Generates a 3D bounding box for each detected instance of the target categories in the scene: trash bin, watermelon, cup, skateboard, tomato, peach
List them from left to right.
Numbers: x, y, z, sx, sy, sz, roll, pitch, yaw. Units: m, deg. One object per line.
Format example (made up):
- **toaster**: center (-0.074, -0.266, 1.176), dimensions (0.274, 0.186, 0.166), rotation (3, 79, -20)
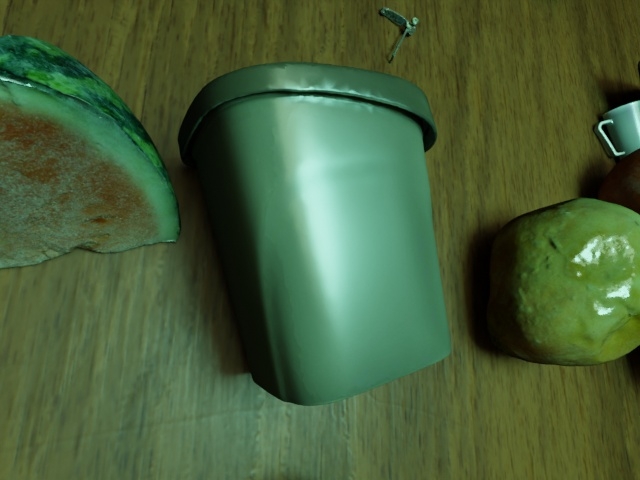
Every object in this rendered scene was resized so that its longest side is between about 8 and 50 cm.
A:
- **watermelon**: center (-0.211, -0.056, 0.346), dimensions (0.136, 0.207, 0.202), rotation (16, 85, 7)
- **trash bin**: center (0.000, 0.000, 0.401), dimensions (0.219, 0.219, 0.250), rotation (-10, 88, -25)
- **skateboard**: center (0.111, -0.319, 0.633), dimensions (0.063, 0.032, 0.083), rotation (26, 65, -6)
- **peach**: center (0.320, 0.061, 0.546), dimensions (0.235, 0.214, 0.214), rotation (-41, 96, -10)
- **cup**: center (0.605, -0.212, 0.819), dimensions (0.104, 0.074, 0.116), rotation (-13, 87, -3)
- **tomato**: center (0.595, -0.071, 0.690), dimensions (0.184, 0.208, 0.208), rotation (-36, 94, -12)

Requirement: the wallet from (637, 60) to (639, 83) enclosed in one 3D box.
- **wallet**: center (0.702, -0.266, 0.838), dimensions (0.229, 0.049, 0.182), rotation (-4, 74, -53)
